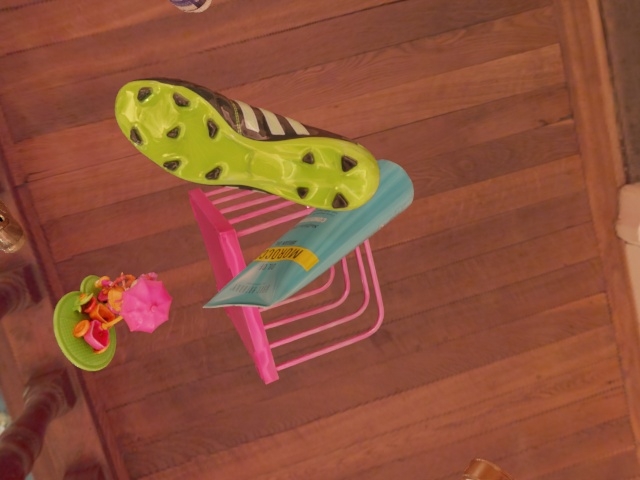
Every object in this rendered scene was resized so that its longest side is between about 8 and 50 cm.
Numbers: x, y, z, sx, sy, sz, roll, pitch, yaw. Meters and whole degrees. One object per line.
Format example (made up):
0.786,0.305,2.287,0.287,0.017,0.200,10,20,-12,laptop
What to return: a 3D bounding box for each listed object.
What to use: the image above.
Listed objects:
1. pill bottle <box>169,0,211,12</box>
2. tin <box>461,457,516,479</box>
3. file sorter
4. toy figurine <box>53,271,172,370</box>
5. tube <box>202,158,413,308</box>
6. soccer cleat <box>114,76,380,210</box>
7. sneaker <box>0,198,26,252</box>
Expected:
-0.203,-0.383,1.015,0.067,0.120,0.067,1,93,8,pill bottle
0.281,0.384,0.951,0.189,0.106,0.040,36,67,24,tin
-0.053,0.024,0.950,0.182,0.290,0.202,-18,108,-13,file sorter
-0.301,0.100,1.053,0.159,0.173,0.130,-22,128,19,toy figurine
0.000,0.000,0.562,0.207,0.080,0.052,-39,107,-37,tube
-0.047,-0.063,0.449,0.178,0.072,0.060,19,107,4,soccer cleat
-0.564,-0.049,1.140,0.066,0.188,0.071,-50,147,-17,sneaker
